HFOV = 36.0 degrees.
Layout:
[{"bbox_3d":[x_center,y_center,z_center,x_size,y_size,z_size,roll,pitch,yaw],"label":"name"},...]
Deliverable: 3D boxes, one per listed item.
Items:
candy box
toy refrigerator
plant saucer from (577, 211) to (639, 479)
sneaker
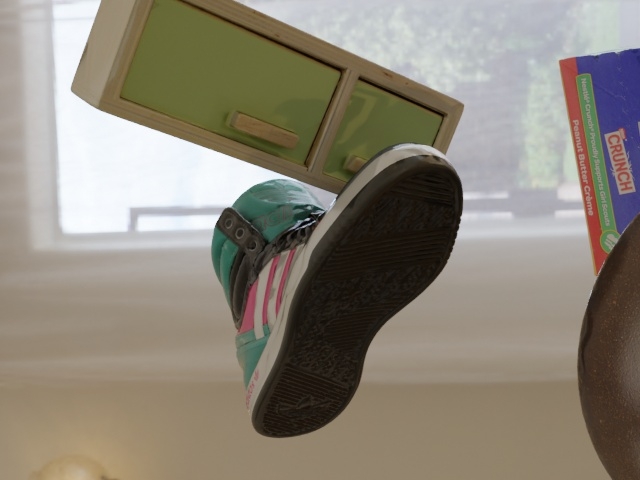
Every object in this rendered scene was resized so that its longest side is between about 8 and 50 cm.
[{"bbox_3d":[0.444,-0.116,1.221,0.317,0.122,0.268,-17,-80,-45],"label":"candy box"},{"bbox_3d":[-0.032,-0.105,0.725,0.094,0.269,0.102,32,102,59],"label":"toy refrigerator"},{"bbox_3d":[0.326,0.081,0.635,0.050,0.310,0.311,-94,1,-76],"label":"plant saucer"},{"bbox_3d":[0.000,0.000,0.769,0.296,0.123,0.178,-61,37,38],"label":"sneaker"}]
